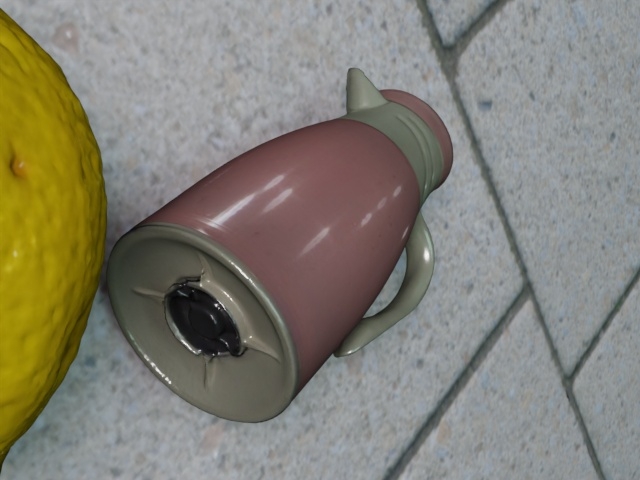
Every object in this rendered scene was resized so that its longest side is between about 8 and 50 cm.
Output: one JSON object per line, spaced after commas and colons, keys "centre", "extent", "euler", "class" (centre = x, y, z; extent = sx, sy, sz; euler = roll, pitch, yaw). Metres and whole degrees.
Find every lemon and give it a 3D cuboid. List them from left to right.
{"centre": [-0.208, -0.010, 0.467], "extent": [0.228, 0.228, 0.253], "euler": [13, 78, -47], "class": "lemon"}

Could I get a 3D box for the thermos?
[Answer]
{"centre": [0.000, 0.000, 0.755], "extent": [0.265, 0.146, 0.176], "euler": [-41, 117, -43], "class": "thermos"}
